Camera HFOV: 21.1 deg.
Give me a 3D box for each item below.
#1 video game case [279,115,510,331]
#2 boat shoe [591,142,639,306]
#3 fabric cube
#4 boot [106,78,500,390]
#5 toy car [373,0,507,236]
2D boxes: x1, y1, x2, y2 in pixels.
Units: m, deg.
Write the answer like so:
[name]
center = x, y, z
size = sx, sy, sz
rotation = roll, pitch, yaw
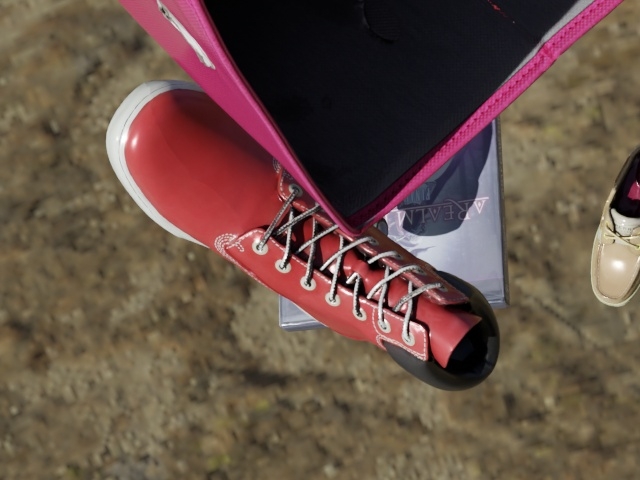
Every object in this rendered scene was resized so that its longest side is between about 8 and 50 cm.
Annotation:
[video game case]
center = 0.057, -0.068, 1.443
size = 0.196, 0.026, 0.274
rotation = -7, 71, 19
[boat shoe]
center = 0.241, -0.015, 1.346
size = 0.050, 0.135, 0.045
rotation = 14, 2, 19
[fabric cube]
center = -0.004, -0.209, 0.722
size = 0.259, 0.254, 0.258
rotation = -42, 63, -5
[boot]
center = 0.000, 0.000, 0.983
size = 0.088, 0.244, 0.176
rotation = -56, 38, -4
[toy car]
center = 0.024, -0.091, 1.322
size = 0.239, 0.225, 0.053
rotation = 3, -4, 29
